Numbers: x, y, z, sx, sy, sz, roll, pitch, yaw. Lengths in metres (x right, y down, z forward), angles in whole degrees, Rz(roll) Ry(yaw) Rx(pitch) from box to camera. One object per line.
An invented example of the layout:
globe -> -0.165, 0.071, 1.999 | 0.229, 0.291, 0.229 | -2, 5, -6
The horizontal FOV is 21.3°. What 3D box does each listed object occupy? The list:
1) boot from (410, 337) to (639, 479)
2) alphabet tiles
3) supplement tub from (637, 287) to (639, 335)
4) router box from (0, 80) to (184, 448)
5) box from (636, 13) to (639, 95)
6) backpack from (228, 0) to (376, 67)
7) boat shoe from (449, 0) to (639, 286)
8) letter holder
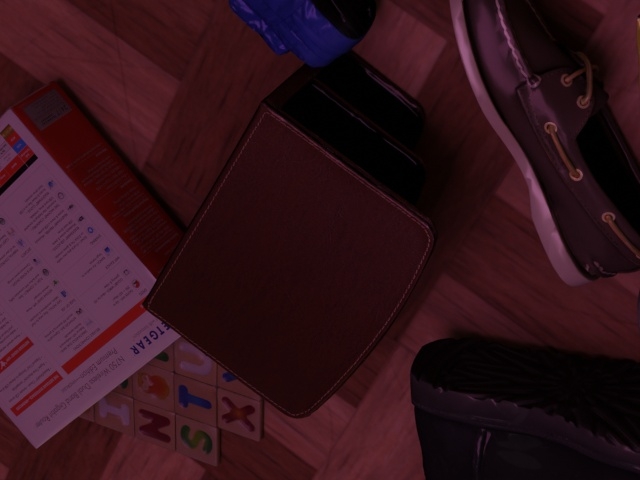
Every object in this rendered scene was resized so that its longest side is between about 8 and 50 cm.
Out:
boot -> 0.264, 0.336, 1.694 | 0.367, 0.146, 0.445 | 14, 120, 34
alphabet tiles -> -0.215, 0.110, 1.945 | 0.343, 0.011, 0.285 | 17, 124, 23
supplement tub -> 0.433, 0.037, 1.388 | 0.316, 0.193, 0.193 | -34, 96, 40
router box -> -0.308, 0.036, 1.898 | 0.301, 0.082, 0.335 | 50, 130, -3
box -> 0.380, -0.150, 1.398 | 0.232, 0.058, 0.087 | 8, 118, 28
backpack -> -0.014, -0.221, 1.577 | 0.120, 0.098, 0.101 | 41, 135, -11
boat shoe -> 0.211, -0.109, 1.494 | 0.097, 0.116, 0.324 | -14, 113, 31
letter holder -> 0.000, 0.000, 1.661 | 0.214, 0.152, 0.302 | 38, 130, 5
